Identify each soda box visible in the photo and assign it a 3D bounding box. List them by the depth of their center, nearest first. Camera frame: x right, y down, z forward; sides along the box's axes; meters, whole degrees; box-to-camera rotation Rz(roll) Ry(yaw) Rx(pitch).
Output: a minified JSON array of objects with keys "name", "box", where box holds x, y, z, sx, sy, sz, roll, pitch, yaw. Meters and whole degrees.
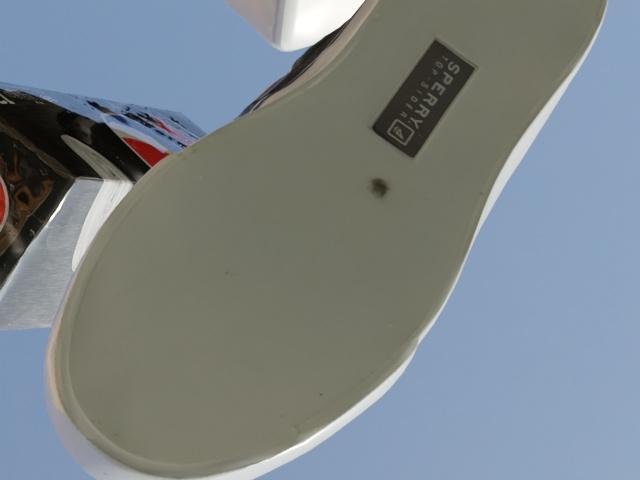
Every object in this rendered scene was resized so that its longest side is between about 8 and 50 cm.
[{"name":"soda box","box":[-0.074,-0.010,0.600,0.053,0.169,0.060,39,-78,15]}]

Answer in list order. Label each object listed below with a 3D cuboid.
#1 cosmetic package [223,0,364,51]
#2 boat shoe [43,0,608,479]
[{"name":"cosmetic package","box":[0.018,-0.346,0.812,0.329,0.327,0.394,-20,-135,-28]},{"name":"boat shoe","box":[0.000,0.000,0.422,0.065,0.083,0.183,40,-124,3]}]
